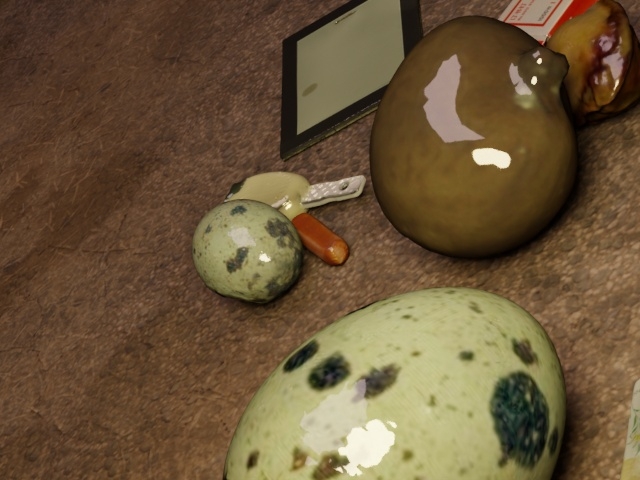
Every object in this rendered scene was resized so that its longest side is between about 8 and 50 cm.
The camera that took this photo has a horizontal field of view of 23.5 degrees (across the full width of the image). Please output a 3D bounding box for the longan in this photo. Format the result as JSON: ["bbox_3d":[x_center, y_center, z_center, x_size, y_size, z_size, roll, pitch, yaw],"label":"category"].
[{"bbox_3d":[0.191,-0.123,1.827,0.300,0.243,0.300,-12,74,50],"label":"longan"}]

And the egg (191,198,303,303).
[{"bbox_3d":[-0.094,0.017,2.069,0.141,0.141,0.181,-50,35,-15],"label":"egg"}]

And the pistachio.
[{"bbox_3d":[0.346,-0.212,1.894,0.210,0.130,0.165,-89,9,-70],"label":"pistachio"}]

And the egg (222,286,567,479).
[{"bbox_3d":[0.077,0.207,1.503,0.379,0.288,0.287,-40,31,-5],"label":"egg"}]

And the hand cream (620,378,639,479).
[{"bbox_3d":[0.316,0.204,1.484,0.067,0.042,0.194,-14,44,35],"label":"hand cream"}]

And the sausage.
[{"bbox_3d":[0.000,0.000,2.086,0.041,0.039,0.131,-38,32,-9],"label":"sausage"}]

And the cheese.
[{"bbox_3d":[-0.038,-0.057,2.187,0.251,0.054,0.127,-10,42,39],"label":"cheese"}]

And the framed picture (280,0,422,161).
[{"bbox_3d":[0.047,-0.285,2.415,0.265,0.016,0.347,-29,34,20],"label":"framed picture"}]

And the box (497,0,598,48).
[{"bbox_3d":[0.337,-0.342,2.136,0.229,0.050,0.123,-52,32,-18],"label":"box"}]
